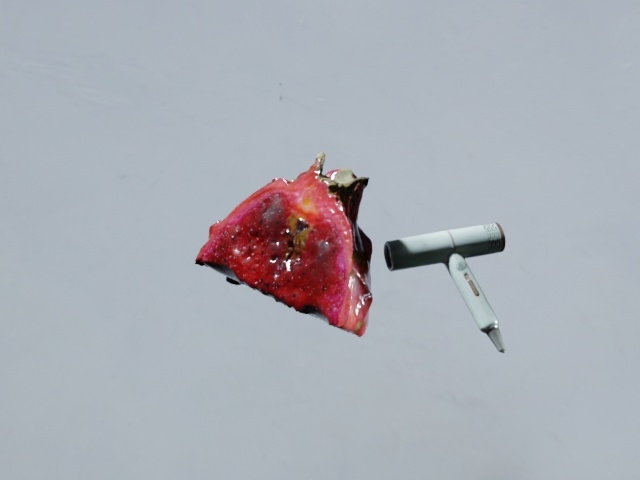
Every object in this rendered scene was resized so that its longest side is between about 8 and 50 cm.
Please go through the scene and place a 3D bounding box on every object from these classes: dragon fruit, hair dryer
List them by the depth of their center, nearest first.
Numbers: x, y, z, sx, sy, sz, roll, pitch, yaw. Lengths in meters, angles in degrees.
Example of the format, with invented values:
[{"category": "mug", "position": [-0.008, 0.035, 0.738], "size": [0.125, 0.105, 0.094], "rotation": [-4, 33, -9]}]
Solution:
[{"category": "hair dryer", "position": [0.175, 0.070, 1.639], "size": [0.155, 0.044, 0.183], "rotation": [-9, 64, -10]}, {"category": "dragon fruit", "position": [0.000, 0.000, 1.647], "size": [0.262, 0.134, 0.211], "rotation": [27, 98, 38]}]
